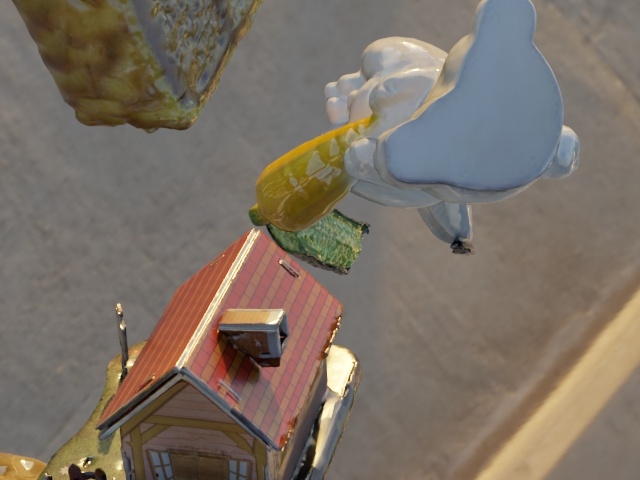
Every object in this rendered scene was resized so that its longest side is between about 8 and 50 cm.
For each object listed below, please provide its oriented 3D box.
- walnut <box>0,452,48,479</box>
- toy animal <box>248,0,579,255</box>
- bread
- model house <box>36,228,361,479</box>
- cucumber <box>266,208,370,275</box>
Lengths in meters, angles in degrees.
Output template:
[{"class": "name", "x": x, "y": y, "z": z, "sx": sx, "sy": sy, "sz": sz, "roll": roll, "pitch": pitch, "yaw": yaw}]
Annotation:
[{"class": "walnut", "x": -0.313, "y": 0.312, "z": 1.515, "sx": 0.228, "sy": 0.228, "sz": 0.228, "roll": 15, "pitch": 58, "yaw": -24}, {"class": "toy animal", "x": 0.049, "y": -0.035, "z": 0.749, "sx": 0.127, "sy": 0.181, "sz": 0.131, "roll": 33, "pitch": 80, "yaw": -11}, {"class": "bread", "x": -0.114, "y": -0.188, "z": 0.956, "sx": 0.181, "sy": 0.096, "sz": 0.222, "roll": -62, "pitch": 144, "yaw": -36}, {"class": "model house", "x": -0.095, "y": 0.099, "z": 1.160, "sx": 0.207, "sy": 0.154, "sz": 0.294, "roll": 4, "pitch": 29, "yaw": 13}, {"class": "cucumber", "x": 0.000, "y": 0.000, "z": 1.649, "sx": 0.220, "sy": 0.046, "sz": 0.070, "roll": 22, "pitch": 55, "yaw": -63}]
